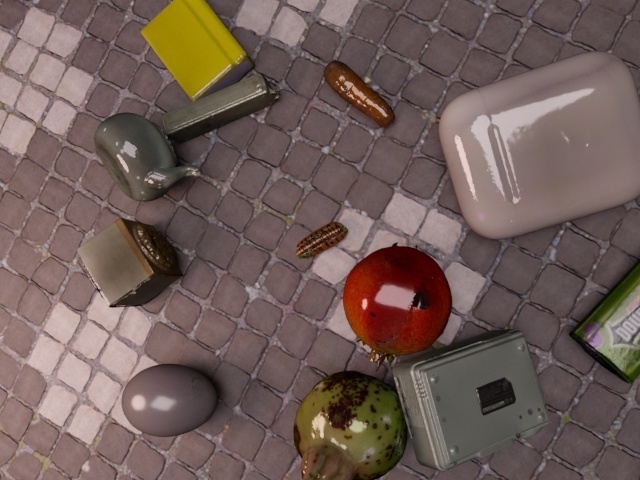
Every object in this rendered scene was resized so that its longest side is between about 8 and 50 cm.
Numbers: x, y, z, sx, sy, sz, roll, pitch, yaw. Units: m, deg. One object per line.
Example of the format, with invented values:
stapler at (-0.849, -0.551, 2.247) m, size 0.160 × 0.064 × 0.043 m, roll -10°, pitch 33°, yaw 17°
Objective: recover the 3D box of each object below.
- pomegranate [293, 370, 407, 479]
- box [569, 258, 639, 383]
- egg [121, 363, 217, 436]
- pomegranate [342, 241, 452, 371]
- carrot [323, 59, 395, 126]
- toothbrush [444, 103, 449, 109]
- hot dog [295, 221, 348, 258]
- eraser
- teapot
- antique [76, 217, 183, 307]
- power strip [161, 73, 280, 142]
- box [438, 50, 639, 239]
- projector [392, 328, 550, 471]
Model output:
pomegranate at (0.030, 0.361, 1.027) m, size 0.204 × 0.276 × 0.222 m, roll 48°, pitch 133°, yaw 30°
box at (0.623, 0.094, 1.010) m, size 0.134 × 0.097 × 0.345 m, roll 43°, pitch 95°, yaw 12°
egg at (-0.312, 0.331, 1.150) m, size 0.198 × 0.146 × 0.147 m, roll 4°, pitch 88°, yaw 4°
pomegranate at (0.139, 0.124, 1.050) m, size 0.210 × 0.210 × 0.235 m, roll 25°, pitch 111°, yaw 11°
carrot at (0.081, -0.304, 1.155) m, size 0.186 × 0.060 × 0.060 m, roll 44°, pitch 95°, yaw 9°
toothbrush at (0.436, -0.243, 1.100) m, size 0.375 × 0.037 × 0.028 m, roll 8°, pitch 91°, yaw 8°
hot dog at (0.000, 0.000, 1.166) m, size 0.122 × 0.037 × 0.049 m, roll -32°, pitch 78°, yaw 6°
eraser at (-0.269, -0.423, 1.224) m, size 0.158 × 0.069 × 0.226 m, roll -38°, pitch 81°, yaw 5°
teapot at (-0.385, -0.181, 1.180) m, size 0.129 × 0.193 × 0.294 m, roll -35°, pitch 51°, yaw -26°
antique at (-0.396, 0.048, 1.184) m, size 0.148 × 0.146 × 0.152 m, roll -35°, pitch 80°, yaw 5°
power strip at (-0.219, -0.285, 1.202) m, size 0.272 × 0.078 × 0.052 m, roll -21°, pitch 82°, yaw 9°
box at (0.412, -0.170, 1.028) m, size 0.348 × 0.141 × 0.289 m, roll -17°, pitch 97°, yaw 10°
projector at (0.279, 0.283, 1.006) m, size 0.256 × 0.099 × 0.192 m, roll -12°, pitch 85°, yaw -24°
